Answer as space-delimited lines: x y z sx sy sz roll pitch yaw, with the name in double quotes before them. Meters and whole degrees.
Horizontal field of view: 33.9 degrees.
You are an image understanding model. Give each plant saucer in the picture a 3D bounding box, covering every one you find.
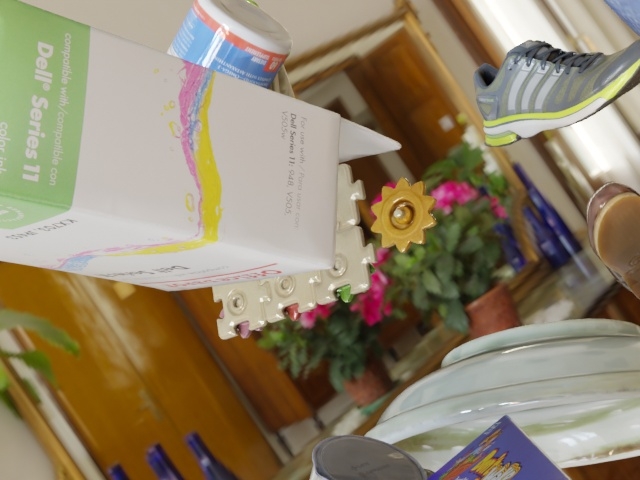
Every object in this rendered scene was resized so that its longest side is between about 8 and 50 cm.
"plant saucer" 0.234 0.158 1.070 0.401 0.100 0.400 -5 -22 -2

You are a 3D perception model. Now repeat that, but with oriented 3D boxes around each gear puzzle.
"gear puzzle" 0.000 0.000 1.276 0.339 0.175 0.044 -21 -21 33

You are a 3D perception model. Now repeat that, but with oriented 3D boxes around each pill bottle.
"pill bottle" -0.137 -0.172 1.239 0.221 0.124 0.124 -58 -9 23

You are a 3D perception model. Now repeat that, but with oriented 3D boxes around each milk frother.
"milk frother" 0.014 0.204 0.780 0.129 0.143 0.134 -5 -63 -46

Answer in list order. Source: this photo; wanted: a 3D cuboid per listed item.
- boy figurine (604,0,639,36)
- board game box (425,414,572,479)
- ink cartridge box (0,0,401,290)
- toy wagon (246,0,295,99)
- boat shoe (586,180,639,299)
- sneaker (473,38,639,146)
"boy figurine" 0.190 -0.047 0.299 0.177 0.285 0.092 -50 -3 -1
"board game box" 0.155 0.217 0.527 0.078 0.233 0.347 -40 -6 1
"ink cartridge box" -0.128 -0.041 0.742 0.354 0.119 0.207 13 -15 -42
"toy wagon" -0.099 -0.203 1.477 0.068 0.267 0.344 -13 -21 16
"boat shoe" 0.322 -0.004 1.127 0.073 0.073 0.207 -34 -40 5
"sneaker" 0.308 -0.214 1.395 0.111 0.121 0.300 -33 9 -37
